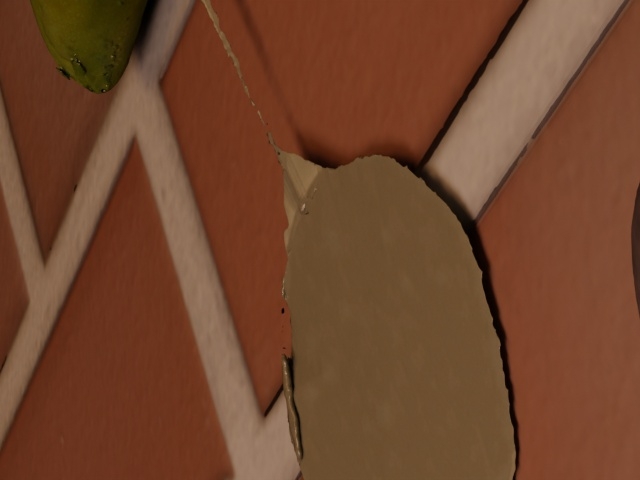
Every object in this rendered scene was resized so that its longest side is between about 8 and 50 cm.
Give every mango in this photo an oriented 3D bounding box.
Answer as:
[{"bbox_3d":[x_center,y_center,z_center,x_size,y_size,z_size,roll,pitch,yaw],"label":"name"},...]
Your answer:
[{"bbox_3d":[-0.108,-0.146,0.910,0.091,0.074,0.165,47,135,51],"label":"mango"}]

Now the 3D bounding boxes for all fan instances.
[{"bbox_3d":[0.001,0.000,0.771,0.310,0.010,0.182,66,148,31],"label":"fan"}]

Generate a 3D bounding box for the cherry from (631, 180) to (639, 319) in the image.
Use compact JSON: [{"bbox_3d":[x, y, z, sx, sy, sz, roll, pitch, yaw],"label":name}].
[{"bbox_3d":[0.137,0.024,0.348,0.176,0.140,0.176,55,163,26],"label":"cherry"}]
